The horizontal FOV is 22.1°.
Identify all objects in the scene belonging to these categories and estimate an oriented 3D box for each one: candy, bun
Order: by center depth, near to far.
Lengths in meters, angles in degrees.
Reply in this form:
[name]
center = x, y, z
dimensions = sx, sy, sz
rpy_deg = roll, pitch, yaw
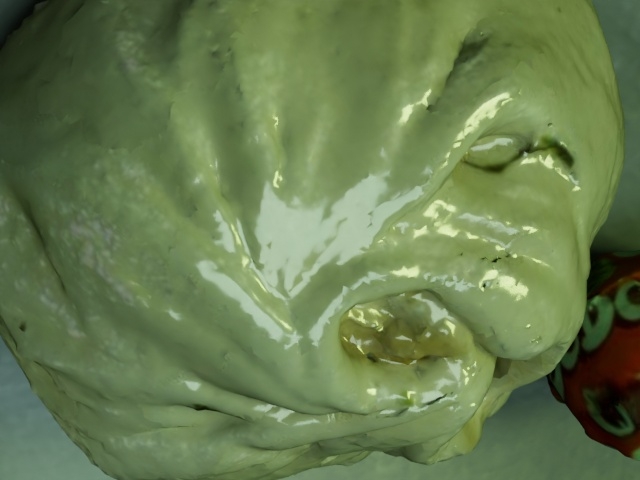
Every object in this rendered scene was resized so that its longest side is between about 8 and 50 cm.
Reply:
[bun]
center = 0.000, 0.000, 0.525
dimensions = 0.231, 0.133, 0.231
rpy_deg = -9, 125, -13
[candy]
center = 0.210, 0.074, 0.665
dimensions = 0.288, 0.084, 0.078
rpy_deg = 21, 110, -29
